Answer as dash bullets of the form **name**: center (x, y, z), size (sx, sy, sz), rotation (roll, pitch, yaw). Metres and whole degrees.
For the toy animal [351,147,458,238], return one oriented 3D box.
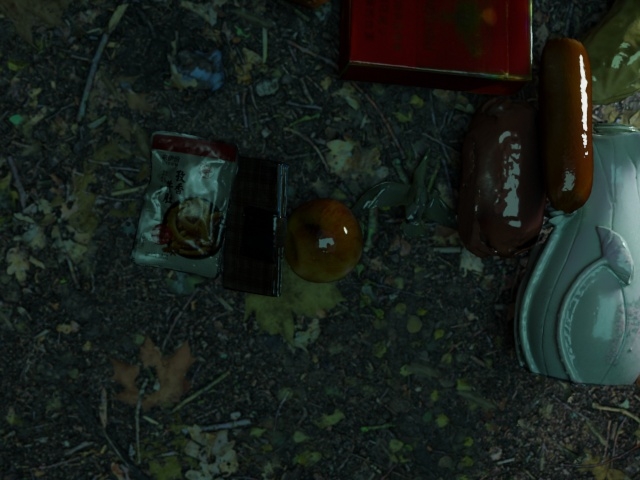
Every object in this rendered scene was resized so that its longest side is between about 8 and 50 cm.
- **toy animal**: center (0.178, -0.080, 1.658), size (0.219, 0.095, 0.155), rotation (17, 100, -13)

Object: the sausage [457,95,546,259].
- **sausage**: center (0.313, -0.106, 1.641), size (0.152, 0.152, 0.279), rotation (6, 87, -11)

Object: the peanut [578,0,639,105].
- **peanut**: center (0.553, -0.361, 1.658), size (0.149, 0.149, 0.313), rotation (41, 85, -13)

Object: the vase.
- **vase**: center (0.482, 0.022, 1.664), size (0.250, 0.250, 0.445), rotation (7, 93, -11)

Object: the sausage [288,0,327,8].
- **sausage**: center (-0.074, -0.462, 1.513), size (0.268, 0.153, 0.141), rotation (21, 99, 2)

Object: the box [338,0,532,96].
- **box**: center (0.191, -0.357, 1.596), size (0.313, 0.089, 0.197), rotation (4, 78, -10)

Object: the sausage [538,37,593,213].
- **sausage**: center (0.403, -0.192, 1.571), size (0.089, 0.083, 0.300), rotation (19, 67, -53)

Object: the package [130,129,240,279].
- **package**: center (-0.227, -0.059, 1.616), size (0.154, 0.030, 0.239), rotation (11, 101, -2)

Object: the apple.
- **apple**: center (0.000, 0.000, 1.611), size (0.146, 0.146, 0.146), rotation (-1, 99, -10)

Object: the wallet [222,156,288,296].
- **wallet**: center (-0.112, -0.024, 1.612), size (0.042, 0.124, 0.230), rotation (-4, 100, -52)
